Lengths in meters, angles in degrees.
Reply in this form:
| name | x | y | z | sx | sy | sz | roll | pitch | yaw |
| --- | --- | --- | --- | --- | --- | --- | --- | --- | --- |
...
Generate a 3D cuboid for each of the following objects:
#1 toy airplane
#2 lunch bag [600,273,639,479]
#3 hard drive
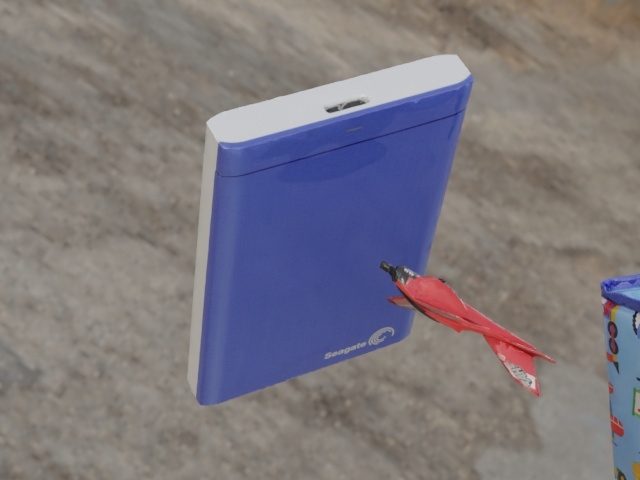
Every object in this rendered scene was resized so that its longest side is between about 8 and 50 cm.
| name | x | y | z | sx | sy | sz | roll | pitch | yaw |
| --- | --- | --- | --- | --- | --- | --- | --- | --- | --- |
| toy airplane | 0.103 | 0.057 | 1.064 | 0.151 | 0.028 | 0.151 | 34 | -7 | 4 |
| lunch bag | 0.381 | 0.120 | 1.188 | 0.293 | 0.221 | 0.138 | -12 | 20 | -14 |
| hard drive | 0.000 | 0.000 | 1.249 | 0.210 | 0.319 | 0.040 | -17 | 54 | -21 |
